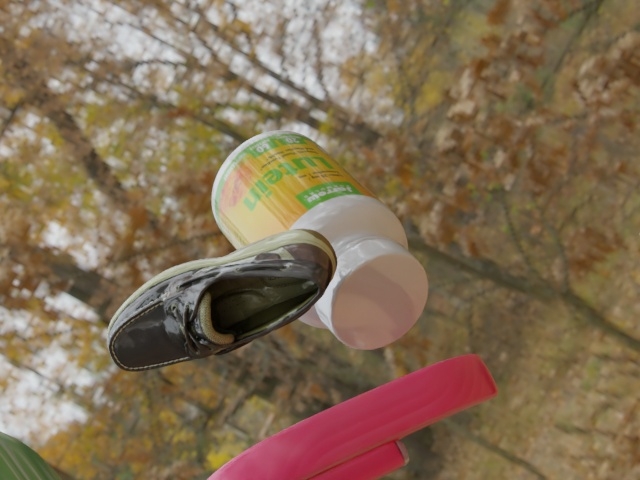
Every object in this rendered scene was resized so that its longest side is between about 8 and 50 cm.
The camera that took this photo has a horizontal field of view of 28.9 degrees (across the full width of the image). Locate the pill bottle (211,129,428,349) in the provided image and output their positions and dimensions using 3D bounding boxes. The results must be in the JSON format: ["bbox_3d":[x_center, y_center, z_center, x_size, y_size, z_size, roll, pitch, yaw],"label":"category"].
[{"bbox_3d":[0.000,0.000,1.202,0.246,0.136,0.136,46,115,51],"label":"pill bottle"}]

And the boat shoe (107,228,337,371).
[{"bbox_3d":[-0.091,0.059,1.065,0.223,0.080,0.073,-23,17,13],"label":"boat shoe"}]

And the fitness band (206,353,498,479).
[{"bbox_3d":[0.024,0.184,1.093,0.290,0.054,0.209,-22,-16,-20],"label":"fitness band"}]

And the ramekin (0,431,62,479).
[{"bbox_3d":[-0.191,0.204,0.458,0.303,0.148,0.303,-30,-27,-17],"label":"ramekin"}]
